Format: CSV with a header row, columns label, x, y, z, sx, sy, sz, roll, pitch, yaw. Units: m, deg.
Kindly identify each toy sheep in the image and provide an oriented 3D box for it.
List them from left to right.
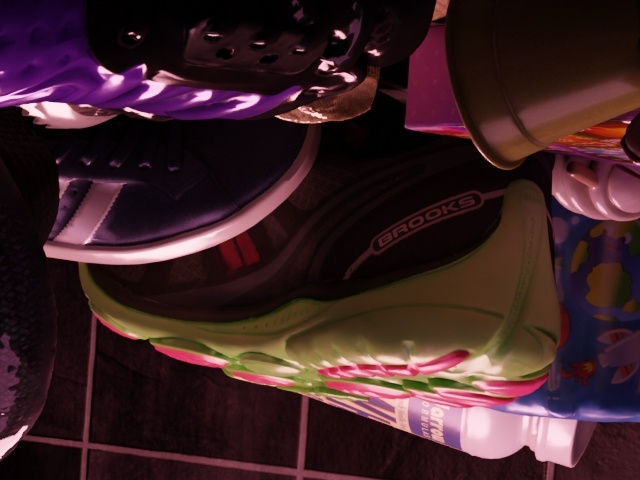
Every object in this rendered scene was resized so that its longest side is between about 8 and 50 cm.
label,x,y,z,sx,sy,sz,roll,pitch,yaw
toy sheep,0.179,-0.054,1.047,0.091,0.091,0.132,5,-154,-30

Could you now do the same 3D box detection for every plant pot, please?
label,x,y,z,sx,sy,sz,roll,pitch,yaw
plant pot,0.106,-0.078,0.697,0.079,0.083,0.083,-11,171,30

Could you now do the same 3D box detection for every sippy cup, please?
label,x,y,z,sx,sy,sz,roll,pitch,yaw
sippy cup,0.203,0.022,1.263,0.305,0.224,0.240,3,179,25

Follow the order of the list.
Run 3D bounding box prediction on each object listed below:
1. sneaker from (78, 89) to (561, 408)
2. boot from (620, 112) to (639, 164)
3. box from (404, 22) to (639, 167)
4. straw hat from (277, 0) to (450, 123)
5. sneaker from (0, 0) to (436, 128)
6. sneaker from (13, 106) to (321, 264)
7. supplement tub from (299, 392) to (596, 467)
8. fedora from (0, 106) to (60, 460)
label,x,y,z,sx,sy,sz,roll,pitch,yaw
sneaker,0.000,0.000,1.153,0.185,0.202,0.482,22,166,-36
boot,0.181,-0.070,0.647,0.118,0.042,0.087,-14,150,-25
box,0.216,-0.069,0.865,0.293,0.057,0.201,5,178,-43
straw hat,-0.005,-0.086,0.780,0.144,0.061,0.144,4,178,0
sneaker,-0.042,-0.085,0.456,0.146,0.102,0.293,0,-177,9
sneaker,-0.179,-0.067,1.014,0.350,0.131,0.148,-7,151,9
supplement tub,0.103,0.056,1.492,0.324,0.235,0.235,18,-177,17
fedora,-0.253,-0.034,0.828,0.334,0.334,0.152,3,-148,23
